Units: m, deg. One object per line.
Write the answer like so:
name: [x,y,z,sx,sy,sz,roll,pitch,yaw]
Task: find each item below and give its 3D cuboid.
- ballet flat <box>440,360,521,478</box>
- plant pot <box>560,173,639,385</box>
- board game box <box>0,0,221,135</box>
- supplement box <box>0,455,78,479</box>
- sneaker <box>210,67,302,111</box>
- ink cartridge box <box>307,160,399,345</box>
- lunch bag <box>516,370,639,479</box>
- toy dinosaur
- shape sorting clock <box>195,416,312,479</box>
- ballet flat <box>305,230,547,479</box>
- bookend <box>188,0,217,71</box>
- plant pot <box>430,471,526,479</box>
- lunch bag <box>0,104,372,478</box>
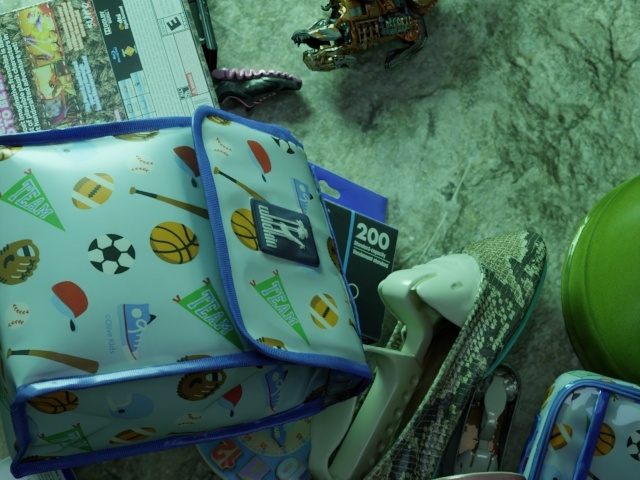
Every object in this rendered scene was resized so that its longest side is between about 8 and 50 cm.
ballet flat: [0.192,0.243,1.715,0.072,0.068,0.213,16,72,0]
plant pot: [0.506,0.024,1.666,0.366,0.353,0.366,2,72,-5]
board game box: [-0.274,-0.164,1.705,0.291,0.141,0.232,-16,79,-4]
supplement box: [-0.374,0.325,1.612,0.220,0.111,0.114,-26,76,-13]
sneaker: [-0.083,-0.195,1.846,0.119,0.047,0.057,2,92,-3]
ink cartridge box: [0.000,0.000,1.734,0.206,0.045,0.208,22,64,-30]
lunch bag: [0.330,0.313,1.646,0.243,0.115,0.303,17,93,-2]
toy dinosaur: [0.088,-0.354,1.879,0.322,0.164,0.218,-38,94,-34]
shape sorting clock: [-0.057,0.206,1.718,0.206,0.040,0.206,2,73,-5]
ballet flat: [0.107,0.154,1.672,0.182,0.164,0.483,39,72,-28]
bookend: [-0.225,-0.290,1.842,0.157,0.072,0.156,-11,74,-8]
plant pot: [0.171,0.351,1.535,0.201,0.201,0.180,-3,69,-6]
lunch bag: [-0.160,0.041,1.522,0.385,0.239,0.328,-6,60,-17]
